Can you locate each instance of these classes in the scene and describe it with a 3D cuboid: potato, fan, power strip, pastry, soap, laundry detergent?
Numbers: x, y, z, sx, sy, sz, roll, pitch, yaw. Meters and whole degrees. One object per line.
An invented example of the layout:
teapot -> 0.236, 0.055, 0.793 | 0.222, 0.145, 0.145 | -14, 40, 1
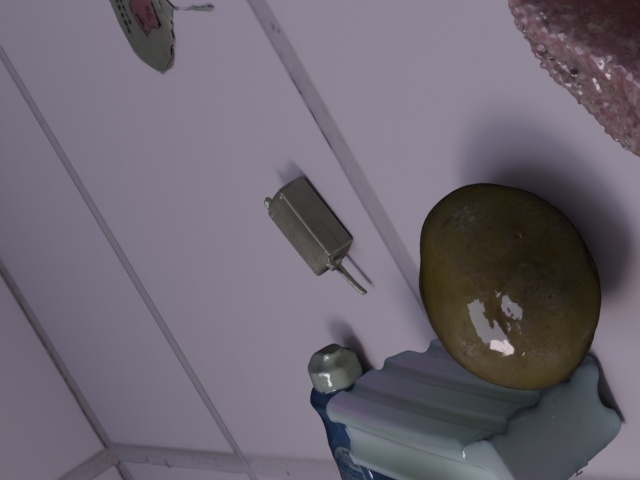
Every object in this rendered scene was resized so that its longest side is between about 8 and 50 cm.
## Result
potato -> 0.166, 0.039, 1.134 | 0.235, 0.160, 0.178 | -147, 71, -68
fan -> -0.214, -0.300, 1.614 | 0.310, 0.010, 0.182 | 13, 130, 58
power strip -> 0.000, 0.000, 1.529 | 0.175, 0.042, 0.075 | 52, 155, 10
pastry -> 0.246, -0.114, 0.866 | 0.265, 0.103, 0.112 | 41, 158, 37
soap -> 0.153, 0.187, 1.302 | 0.289, 0.173, 0.095 | 3, 122, 61
laundry detergent -> 0.056, 0.264, 1.689 | 0.143, 0.094, 0.290 | 29, 141, 65
